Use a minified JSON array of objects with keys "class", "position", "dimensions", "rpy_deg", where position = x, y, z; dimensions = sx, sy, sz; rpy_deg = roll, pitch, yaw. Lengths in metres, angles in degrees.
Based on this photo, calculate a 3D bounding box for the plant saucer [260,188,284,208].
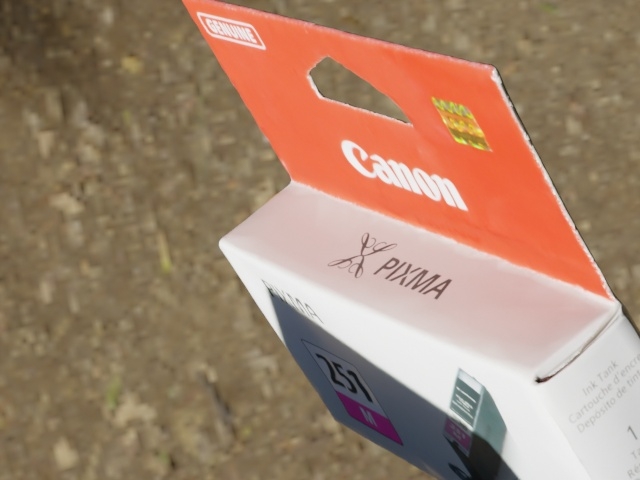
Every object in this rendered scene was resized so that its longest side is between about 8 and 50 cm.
[{"class":"plant saucer","position":[0.000,0.000,1.101],"dimensions":[0.083,0.083,0.013],"rpy_deg":[44,160,29]}]

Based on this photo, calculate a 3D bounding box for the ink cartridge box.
[{"class":"ink cartridge box","position":[0.036,0.016,0.882],"dimensions":[0.275,0.060,0.239],"rpy_deg":[23,150,58]}]
